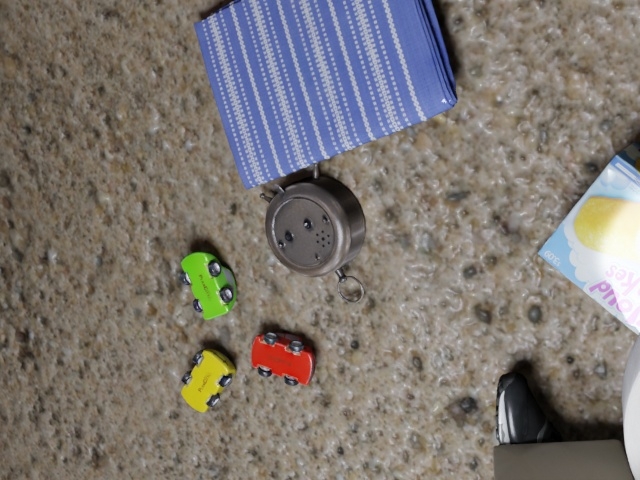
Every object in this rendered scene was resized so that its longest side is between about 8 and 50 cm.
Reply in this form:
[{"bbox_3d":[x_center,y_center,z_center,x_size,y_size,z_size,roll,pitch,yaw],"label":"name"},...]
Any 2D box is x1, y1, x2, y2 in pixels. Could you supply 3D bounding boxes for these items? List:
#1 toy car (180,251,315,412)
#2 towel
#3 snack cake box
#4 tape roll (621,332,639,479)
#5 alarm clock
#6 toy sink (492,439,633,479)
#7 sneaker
[{"bbox_3d":[-0.127,0.116,1.583,0.239,0.053,0.224,-20,94,32],"label":"toy car"},{"bbox_3d":[0.001,-0.226,1.399,0.336,0.040,0.243,-19,86,34],"label":"towel"},{"bbox_3d":[0.396,0.034,1.238,0.264,0.089,0.152,40,119,13],"label":"snack cake box"},{"bbox_3d":[0.512,0.180,1.152,0.392,0.072,0.391,6,119,10],"label":"tape roll"},{"bbox_3d":[0.000,0.000,1.472,0.129,0.064,0.192,-31,91,33],"label":"alarm clock"},{"bbox_3d":[0.271,0.327,1.222,0.153,0.234,0.131,-5,103,8],"label":"toy sink"},{"bbox_3d":[0.298,0.288,1.381,0.124,0.107,0.283,-13,102,17],"label":"sneaker"}]
